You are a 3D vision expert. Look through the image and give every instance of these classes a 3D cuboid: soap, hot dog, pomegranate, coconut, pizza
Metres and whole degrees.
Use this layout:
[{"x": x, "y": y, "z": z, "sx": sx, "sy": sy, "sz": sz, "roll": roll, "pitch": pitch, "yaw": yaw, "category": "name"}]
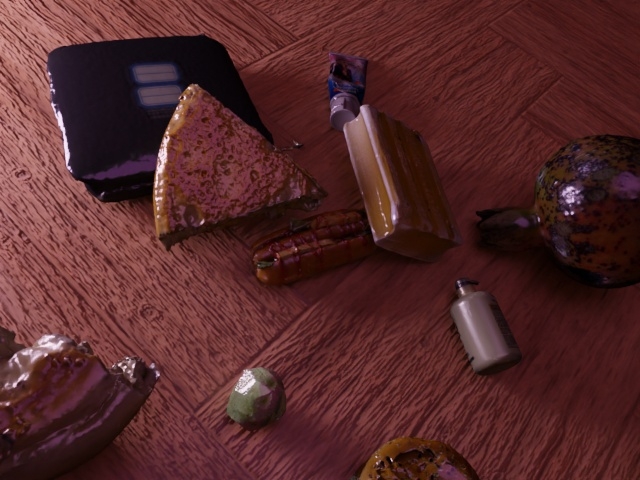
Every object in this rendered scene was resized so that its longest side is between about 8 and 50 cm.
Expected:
[{"x": 0.147, "y": -0.105, "z": 0.947, "sx": 0.173, "sy": 0.089, "sz": 0.274, "roll": 17, "pitch": 47, "yaw": -37, "category": "soap"}, {"x": 0.000, "y": 0.000, "z": 0.883, "sx": 0.250, "sy": 0.076, "sz": 0.104, "roll": -17, "pitch": 61, "yaw": -20, "category": "hot dog"}, {"x": 0.455, "y": -0.040, "z": 0.929, "sx": 0.341, "sy": 0.285, "sz": 0.284, "roll": -13, "pitch": 55, "yaw": 16, "category": "pomegranate"}, {"x": -0.085, "y": 0.218, "z": 0.712, "sx": 0.081, "sy": 0.082, "sz": 0.083, "roll": 30, "pitch": 57, "yaw": 13, "category": "coconut"}, {"x": -0.131, "y": -0.093, "z": 0.861, "sx": 0.288, "sy": 0.075, "sz": 0.279, "roll": 17, "pitch": 78, "yaw": -10, "category": "pizza"}]

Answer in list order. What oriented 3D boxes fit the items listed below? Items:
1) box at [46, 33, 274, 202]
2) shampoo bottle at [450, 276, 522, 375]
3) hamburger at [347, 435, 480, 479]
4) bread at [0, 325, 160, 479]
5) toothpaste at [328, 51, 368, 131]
[{"x": -0.301, "y": -0.242, "z": 0.968, "sx": 0.359, "sy": 0.091, "sz": 0.350, "roll": -16, "pitch": 63, "yaw": -22, "category": "box"}, {"x": 0.262, "y": 0.134, "z": 0.849, "sx": 0.079, "sy": 0.079, "sz": 0.162, "roll": -7, "pitch": 59, "yaw": -17, "category": "shampoo bottle"}, {"x": 0.112, "y": 0.341, "z": 0.656, "sx": 0.186, "sy": 0.113, "sz": 0.177, "roll": 14, "pitch": 56, "yaw": -4, "category": "hamburger"}, {"x": -0.369, "y": 0.197, "z": 0.607, "sx": 0.314, "sy": 0.171, "sz": 0.192, "roll": 15, "pitch": 57, "yaw": -2, "category": "bread"}, {"x": 0.058, "y": -0.347, "z": 1.147, "sx": 0.096, "sy": 0.061, "sz": 0.266, "roll": 10, "pitch": 49, "yaw": -5, "category": "toothpaste"}]
